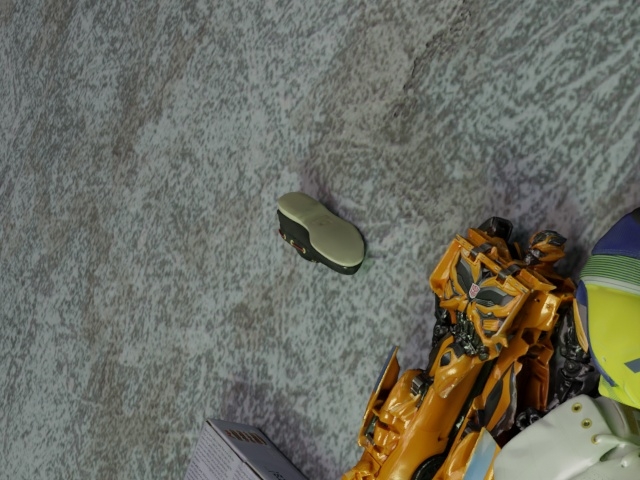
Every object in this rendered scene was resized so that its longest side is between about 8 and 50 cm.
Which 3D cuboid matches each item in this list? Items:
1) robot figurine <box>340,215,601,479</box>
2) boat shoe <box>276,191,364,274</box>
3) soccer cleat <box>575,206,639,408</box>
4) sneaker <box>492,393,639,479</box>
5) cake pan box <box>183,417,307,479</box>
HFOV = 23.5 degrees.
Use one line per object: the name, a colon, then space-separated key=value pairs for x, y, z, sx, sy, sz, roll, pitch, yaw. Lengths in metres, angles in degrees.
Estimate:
robot figurine: x=0.117 y=0.122 z=1.222 sx=0.211 sy=0.085 sz=0.291 roll=41 pitch=113 yaw=53
boat shoe: x=0.002 y=-0.001 z=1.484 sx=0.133 sy=0.049 sz=0.042 roll=40 pitch=140 yaw=47
soccer cleat: x=0.238 y=0.083 z=1.009 sx=0.121 sy=0.093 sz=0.289 roll=-51 pitch=23 yaw=22
sneaker: x=0.224 y=0.162 z=1.027 sx=0.292 sy=0.108 sz=0.169 roll=-27 pitch=45 yaw=36
cake pan box: x=-0.072 y=0.333 z=1.450 sx=0.267 sy=0.070 sz=0.246 roll=34 pitch=110 yaw=56
